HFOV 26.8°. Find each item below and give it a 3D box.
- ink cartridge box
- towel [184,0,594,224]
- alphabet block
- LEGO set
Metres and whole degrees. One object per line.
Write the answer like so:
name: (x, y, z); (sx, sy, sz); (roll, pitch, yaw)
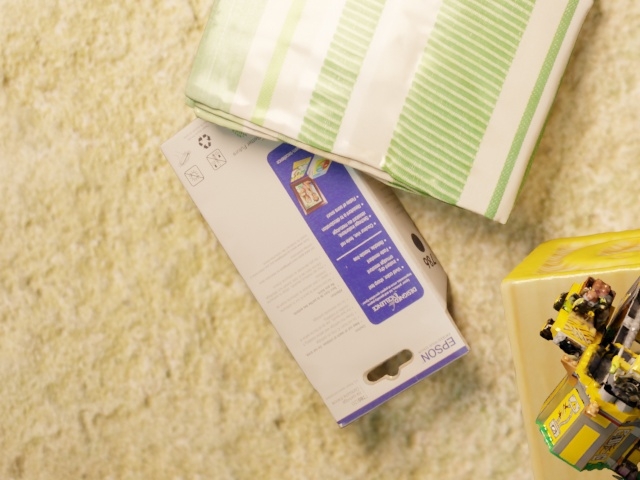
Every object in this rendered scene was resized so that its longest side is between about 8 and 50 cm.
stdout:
ink cartridge box: (0.000, 0.000, 1.303); (0.165, 0.065, 0.332); (-33, 87, 22)
towel: (0.059, -0.179, 1.219); (0.325, 0.038, 0.247); (22, 95, 10)
alphabet block: (0.279, 0.099, 1.149); (0.194, 0.192, 0.197); (-8, 97, 20)
LEGO set: (0.327, 0.089, 0.896); (0.331, 0.255, 0.192); (38, 132, 12)
